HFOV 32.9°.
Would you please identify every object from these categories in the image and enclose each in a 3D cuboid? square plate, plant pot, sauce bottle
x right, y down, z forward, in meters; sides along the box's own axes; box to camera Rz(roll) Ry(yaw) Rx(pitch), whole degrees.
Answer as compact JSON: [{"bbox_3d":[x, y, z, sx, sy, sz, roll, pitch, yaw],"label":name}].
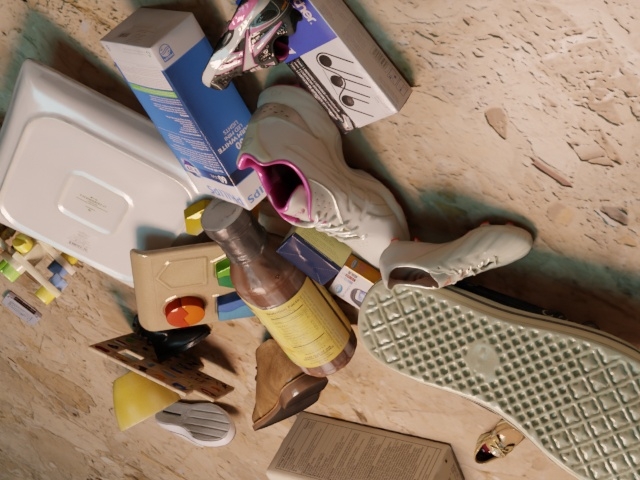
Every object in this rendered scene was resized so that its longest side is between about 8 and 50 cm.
[{"bbox_3d":[-0.328,-0.066,1.609,0.347,0.049,0.344,28,135,-10],"label":"square plate"},{"bbox_3d":[-0.357,0.303,2.139,0.134,0.134,0.095,-32,86,53],"label":"plant pot"},{"bbox_3d":[-0.060,0.065,1.582,0.111,0.111,0.344,3,141,36],"label":"sauce bottle"}]

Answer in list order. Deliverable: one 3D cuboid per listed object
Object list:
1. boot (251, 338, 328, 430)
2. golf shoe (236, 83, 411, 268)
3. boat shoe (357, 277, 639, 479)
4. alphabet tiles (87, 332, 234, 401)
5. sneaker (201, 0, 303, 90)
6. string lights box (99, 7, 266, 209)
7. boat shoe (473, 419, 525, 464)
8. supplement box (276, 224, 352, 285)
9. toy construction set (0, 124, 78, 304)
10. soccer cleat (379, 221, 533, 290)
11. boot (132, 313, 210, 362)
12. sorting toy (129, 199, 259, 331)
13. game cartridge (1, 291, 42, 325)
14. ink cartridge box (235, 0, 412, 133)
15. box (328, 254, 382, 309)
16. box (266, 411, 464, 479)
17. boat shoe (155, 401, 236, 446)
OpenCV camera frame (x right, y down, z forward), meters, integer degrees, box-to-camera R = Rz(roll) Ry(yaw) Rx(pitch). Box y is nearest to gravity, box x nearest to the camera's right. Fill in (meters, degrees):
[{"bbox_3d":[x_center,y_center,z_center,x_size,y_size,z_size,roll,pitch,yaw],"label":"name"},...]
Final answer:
[{"bbox_3d":[-0.070,0.247,1.882,0.115,0.112,0.305,58,154,15],"label":"boot"},{"bbox_3d":[0.001,-0.052,1.389,0.115,0.140,0.306,-14,126,45],"label":"golf shoe"},{"bbox_3d":[0.289,0.173,1.409,0.500,0.156,0.187,24,104,21],"label":"boat shoe"},{"bbox_3d":[-0.277,0.229,1.956,0.237,0.009,0.198,24,-173,11],"label":"alphabet tiles"},{"bbox_3d":[-0.077,-0.216,1.226,0.077,0.072,0.178,28,152,-11],"label":"sneaker"},{"bbox_3d":[-0.161,-0.168,1.394,0.133,0.077,0.260,20,148,49],"label":"string lights box"},{"bbox_3d":[0.284,0.322,1.712,0.050,0.045,0.135,32,146,0],"label":"boat shoe"},{"bbox_3d":[0.000,0.000,1.500,0.083,0.083,0.056,38,145,-9],"label":"supplement box"},{"bbox_3d":[-0.544,-0.053,1.804,0.215,0.151,0.328,27,147,54],"label":"toy construction set"},{"bbox_3d":[0.171,0.027,1.368,0.196,0.076,0.068,-8,132,14],"label":"soccer cleat"},{"bbox_3d":[-0.268,0.154,1.931,0.121,0.045,0.099,-28,92,18],"label":"boot"},{"bbox_3d":[-0.170,0.046,1.640,0.229,0.041,0.307,-4,144,-8],"label":"sorting toy"},{"bbox_3d":[-0.613,0.140,2.220,0.083,0.017,0.056,40,142,-11],"label":"game cartridge"},{"bbox_3d":[0.005,-0.223,1.251,0.097,0.046,0.207,-16,122,47],"label":"ink cartridge box"},{"bbox_3d":[0.071,0.074,1.588,0.136,0.028,0.081,30,146,0],"label":"box"},{"bbox_3d":[0.078,0.418,1.909,0.311,0.148,0.121,8,140,33],"label":"box"},{"bbox_3d":[-0.234,0.369,2.166,0.226,0.083,0.076,11,154,46],"label":"boat shoe"}]
